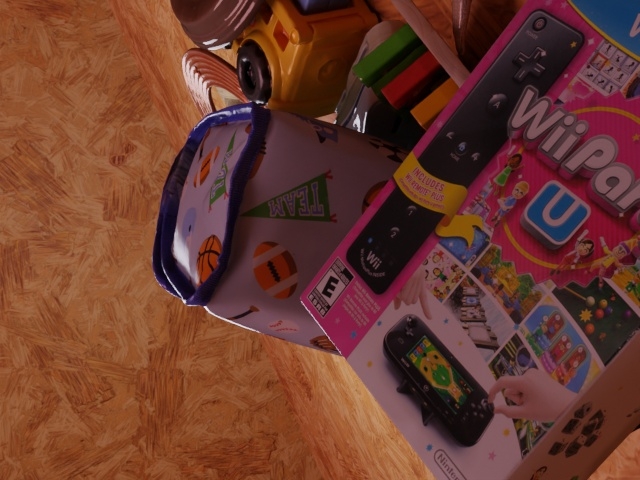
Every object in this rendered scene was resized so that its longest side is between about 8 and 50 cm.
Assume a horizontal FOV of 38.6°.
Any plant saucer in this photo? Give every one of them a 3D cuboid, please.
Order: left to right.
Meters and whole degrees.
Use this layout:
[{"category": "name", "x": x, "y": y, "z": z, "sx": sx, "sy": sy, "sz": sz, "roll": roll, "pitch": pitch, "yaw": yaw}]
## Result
[{"category": "plant saucer", "x": -0.114, "y": -0.365, "z": 1.083, "sx": 0.278, "sy": 0.041, "sz": 0.278, "roll": -22, "pitch": 63, "yaw": 53}]

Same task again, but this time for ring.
[{"category": "ring", "x": -0.079, "y": -0.136, "z": 1.298, "sx": 0.336, "sy": 0.032, "sz": 0.336, "roll": 44, "pitch": 164, "yaw": 16}]

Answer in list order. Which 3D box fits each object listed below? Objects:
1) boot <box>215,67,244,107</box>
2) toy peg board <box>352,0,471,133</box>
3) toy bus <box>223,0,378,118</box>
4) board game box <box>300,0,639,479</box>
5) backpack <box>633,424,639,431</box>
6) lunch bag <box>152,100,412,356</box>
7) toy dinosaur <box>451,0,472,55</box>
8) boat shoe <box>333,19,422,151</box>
[{"category": "boot", "x": -0.070, "y": -0.172, "z": 1.511, "sx": 0.262, "sy": 0.095, "sz": 0.203, "roll": 30, "pitch": 148, "yaw": 55}, {"category": "toy peg board", "x": 0.113, "y": -0.116, "z": 0.827, "sx": 0.160, "sy": 0.079, "sz": 0.161, "roll": 57, "pitch": -165, "yaw": 23}, {"category": "toy bus", "x": -0.031, "y": -0.287, "z": 1.089, "sx": 0.220, "sy": 0.149, "sz": 0.211, "roll": 60, "pitch": 153, "yaw": 26}, {"category": "board game box", "x": 0.150, "y": -0.003, "z": 0.591, "sx": 0.097, "sy": 0.303, "sz": 0.224, "roll": 27, "pitch": -164, "yaw": -44}, {"category": "backpack", "x": 0.220, "y": 0.046, "z": 0.694, "sx": 0.188, "sy": 0.166, "sz": 0.144, "roll": 59, "pitch": 159, "yaw": 32}, {"category": "lunch bag", "x": 0.000, "y": 0.000, "z": 1.006, "sx": 0.239, "sy": 0.328, "sz": 0.385, "roll": -69, "pitch": 19, "yaw": 2}, {"category": "toy dinosaur", "x": 0.063, "y": -0.306, "z": 0.748, "sx": 0.295, "sy": 0.127, "sz": 0.200, "roll": 52, "pitch": -177, "yaw": -26}, {"category": "boat shoe", "x": 0.071, "y": -0.149, "z": 1.071, "sx": 0.302, "sy": 0.109, "sz": 0.094, "roll": 122, "pitch": 145, "yaw": -70}]
